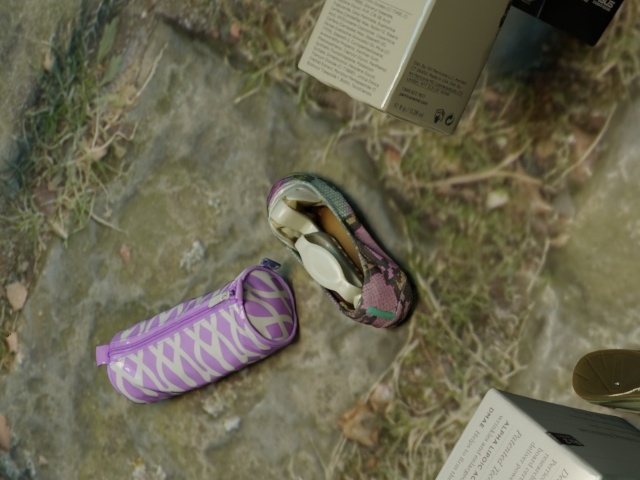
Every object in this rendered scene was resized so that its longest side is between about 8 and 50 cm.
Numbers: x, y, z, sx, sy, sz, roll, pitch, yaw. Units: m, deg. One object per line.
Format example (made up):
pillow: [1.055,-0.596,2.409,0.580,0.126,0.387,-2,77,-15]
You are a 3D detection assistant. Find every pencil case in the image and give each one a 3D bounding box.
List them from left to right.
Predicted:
pencil case: [-0.116,0.093,1.556,0.206,0.088,0.086,-29,59,35]

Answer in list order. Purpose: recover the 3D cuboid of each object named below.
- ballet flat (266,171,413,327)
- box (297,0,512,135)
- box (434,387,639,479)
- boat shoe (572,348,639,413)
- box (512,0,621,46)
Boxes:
ballet flat: [0.000,0.000,1.481,0.077,0.079,0.221,-56,49,17]
box: [0.095,-0.229,1.242,0.113,0.094,0.275,33,102,42]
box: [0.170,0.223,1.195,0.119,0.181,0.182,39,105,41]
boat shoe: [0.270,0.111,1.236,0.153,0.048,0.056,-6,63,35]
box: [0.153,-0.254,1.362,0.180,0.147,0.077,44,109,41]
